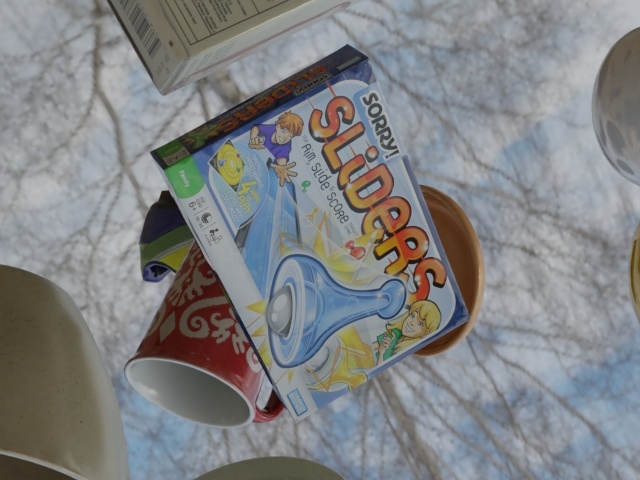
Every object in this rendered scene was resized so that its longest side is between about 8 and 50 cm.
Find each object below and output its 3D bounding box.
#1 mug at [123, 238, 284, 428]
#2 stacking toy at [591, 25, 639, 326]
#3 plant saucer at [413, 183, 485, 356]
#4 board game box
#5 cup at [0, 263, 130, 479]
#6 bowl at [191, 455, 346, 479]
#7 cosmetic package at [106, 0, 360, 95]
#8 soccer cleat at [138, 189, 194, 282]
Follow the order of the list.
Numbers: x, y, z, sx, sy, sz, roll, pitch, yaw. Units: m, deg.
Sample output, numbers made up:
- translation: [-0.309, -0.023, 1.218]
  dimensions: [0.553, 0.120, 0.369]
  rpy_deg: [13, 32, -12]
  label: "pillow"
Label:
- translation: [-0.079, 0.067, 1.021]
  dimensions: [0.113, 0.150, 0.169]
  rpy_deg: [10, -122, 15]
  label: "mug"
- translation: [0.360, 0.035, 0.921]
  dimensions: [0.351, 0.480, 0.350]
  rpy_deg: [-30, -163, 10]
  label: "stacking toy"
- translation: [0.121, 0.033, 1.387]
  dimensions: [0.037, 0.200, 0.200]
  rpy_deg: [-5, -170, -39]
  label: "plant saucer"
- translation: [0.000, 0.000, 0.735]
  dimensions: [0.136, 0.201, 0.035]
  rpy_deg: [-30, -149, -9]
  label: "board game box"
- translation: [-0.342, 0.164, 1.191]
  dimensions: [0.331, 0.331, 0.237]
  rpy_deg: [-15, -129, 21]
  label: "cup"
- translation: [-0.079, 0.408, 1.445]
  dimensions: [0.298, 0.134, 0.298]
  rpy_deg: [-13, -152, 7]
  label: "bowl"
- translation: [-0.071, -0.295, 1.304]
  dimensions: [0.296, 0.153, 0.129]
  rpy_deg: [-28, 179, -24]
  label: "cosmetic package"
- translation: [-0.069, 0.023, 1.266]
  dimensions: [0.289, 0.093, 0.121]
  rpy_deg: [10, -94, 29]
  label: "soccer cleat"
